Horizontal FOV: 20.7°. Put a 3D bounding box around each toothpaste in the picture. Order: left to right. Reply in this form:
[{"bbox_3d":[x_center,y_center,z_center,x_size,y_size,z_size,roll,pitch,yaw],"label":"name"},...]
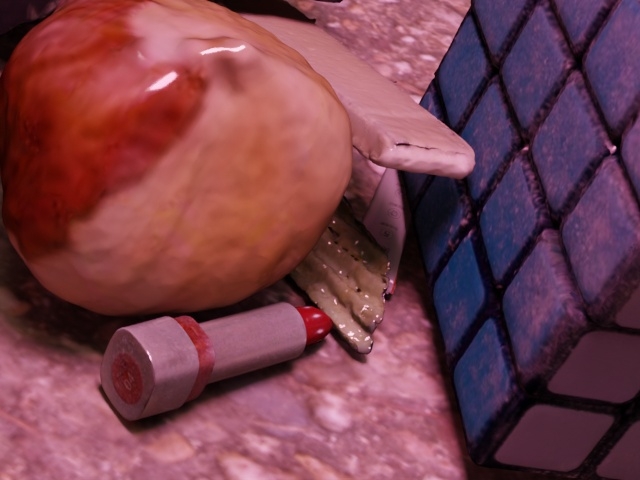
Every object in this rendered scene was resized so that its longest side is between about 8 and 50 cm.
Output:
[{"bbox_3d":[0.058,-0.028,1.410,0.048,0.031,0.190,20,45,3],"label":"toothpaste"}]

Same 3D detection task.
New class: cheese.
[{"bbox_3d":[0.001,-0.136,1.399,0.085,0.034,0.400,7,20,-26],"label":"cheese"}]

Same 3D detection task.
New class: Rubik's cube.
[{"bbox_3d":[0.288,-0.042,1.269,0.344,0.337,0.344,9,42,-21],"label":"Rubik's cube"}]

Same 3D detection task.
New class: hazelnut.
[{"bbox_3d":[-0.105,-0.071,1.229,0.261,0.241,0.261,16,44,-16],"label":"hazelnut"}]

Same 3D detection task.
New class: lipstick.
[{"bbox_3d":[-0.063,0.073,1.232,0.186,0.063,0.057,-13,52,-42],"label":"lipstick"}]

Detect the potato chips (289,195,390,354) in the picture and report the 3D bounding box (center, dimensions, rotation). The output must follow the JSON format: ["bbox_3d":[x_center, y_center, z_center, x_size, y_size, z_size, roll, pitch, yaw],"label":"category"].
[{"bbox_3d":[0.000,0.000,1.344,0.092,0.028,0.207,-28,56,-24],"label":"potato chips"}]

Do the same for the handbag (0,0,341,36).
[{"bbox_3d":[-0.195,-0.287,1.454,0.416,0.180,0.317,-12,46,-31],"label":"handbag"}]
